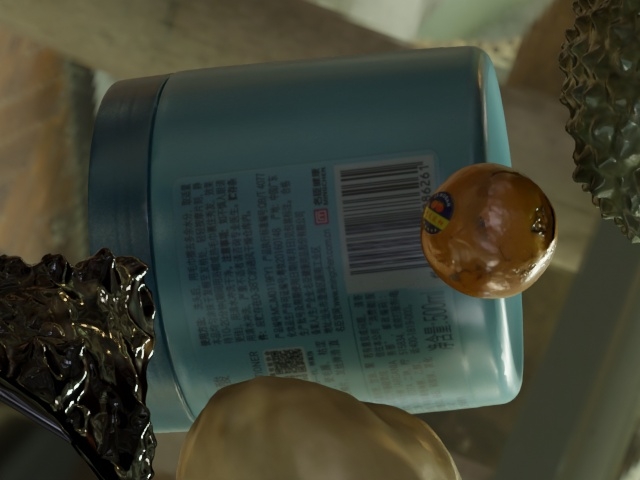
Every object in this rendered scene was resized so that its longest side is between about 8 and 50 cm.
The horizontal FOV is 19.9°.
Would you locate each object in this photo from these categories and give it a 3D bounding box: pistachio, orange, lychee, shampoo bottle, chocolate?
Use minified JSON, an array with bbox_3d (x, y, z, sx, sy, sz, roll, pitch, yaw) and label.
[{"bbox_3d":[0.021,0.239,1.410,0.214,0.318,0.193,-32,163,-11],"label":"pistachio"},{"bbox_3d":[0.100,-0.005,1.084,0.083,0.083,0.083,20,90,-78],"label":"orange"},{"bbox_3d":[0.268,-0.100,1.104,0.274,0.255,0.255,-9,119,-60],"label":"lychee"},{"bbox_3d":[0.000,0.000,1.648,0.331,0.342,0.331,-5,90,-80],"label":"shampoo bottle"},{"bbox_3d":[-0.177,0.074,1.122,0.177,0.206,0.224,-58,179,-36],"label":"chocolate"}]
